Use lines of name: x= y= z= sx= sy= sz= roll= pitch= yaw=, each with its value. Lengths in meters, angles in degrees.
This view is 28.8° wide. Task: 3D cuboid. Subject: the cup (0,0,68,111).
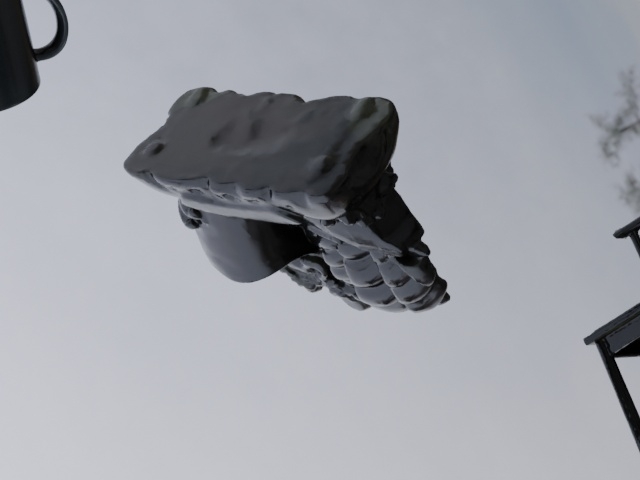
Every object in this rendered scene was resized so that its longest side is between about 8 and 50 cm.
cup: x=-0.190 y=-0.122 z=0.697 sx=0.078 sy=0.100 sz=0.077 roll=36 pitch=137 yaw=44

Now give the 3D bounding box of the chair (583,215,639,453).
chair: x=0.323 y=0.062 z=1.060 sx=0.141 sy=0.154 sz=0.260 roll=1 pitch=-121 yaw=-38

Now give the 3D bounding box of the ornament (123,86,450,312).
ornament: x=0.000 y=0.000 z=0.988 sx=0.106 sy=0.251 sz=0.260 roll=-58 pitch=-46 yaw=-24
